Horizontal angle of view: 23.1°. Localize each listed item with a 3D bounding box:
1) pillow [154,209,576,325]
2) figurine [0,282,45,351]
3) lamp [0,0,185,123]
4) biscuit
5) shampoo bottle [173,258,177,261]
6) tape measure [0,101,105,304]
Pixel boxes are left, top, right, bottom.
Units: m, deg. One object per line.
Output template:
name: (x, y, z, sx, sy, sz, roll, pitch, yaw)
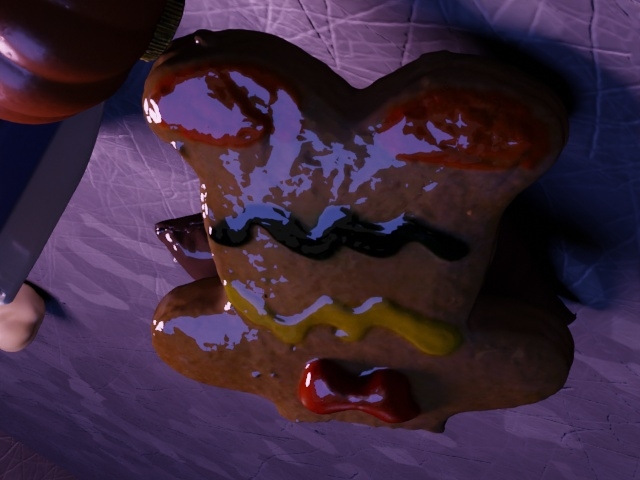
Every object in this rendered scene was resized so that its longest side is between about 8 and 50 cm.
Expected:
pillow: (0.050, 0.035, 1.436, 0.307, 0.108, 0.305, -15, 142, 16)
figurine: (-0.509, 0.092, 2.373, 0.196, 0.108, 0.114, 24, 156, 24)
lamp: (-0.200, -0.195, 1.145, 0.196, 0.223, 0.223, 18, 166, -28)
biscuit: (0.038, 0.016, 1.278, 0.368, 0.076, 0.394, 7, 132, 3)
shampoo bottle: (-0.069, 0.046, 1.763, 0.192, 0.074, 0.074, 31, 159, -4)
tape measure: (-0.339, -0.067, 1.555, 0.138, 0.259, 0.262, 37, 158, -24)
